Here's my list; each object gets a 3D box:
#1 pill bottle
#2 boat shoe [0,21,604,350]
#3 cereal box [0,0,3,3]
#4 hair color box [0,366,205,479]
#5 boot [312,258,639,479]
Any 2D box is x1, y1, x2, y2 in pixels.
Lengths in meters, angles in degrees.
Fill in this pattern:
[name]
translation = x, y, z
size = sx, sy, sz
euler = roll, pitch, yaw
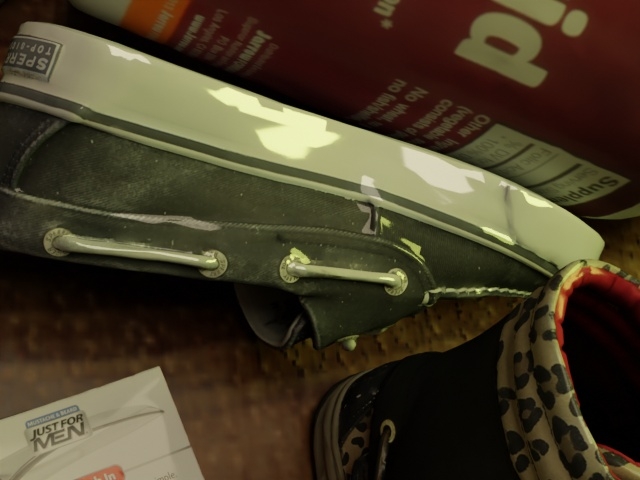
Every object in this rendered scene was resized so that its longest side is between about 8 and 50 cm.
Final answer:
[pill bottle]
translation = 0.099, -0.141, 0.480
size = 0.392, 0.224, 0.224
euler = 20, 59, -17
[boat shoe]
translation = 0.000, 0.000, 0.444
size = 0.301, 0.108, 0.102
euler = 15, 92, -34
[cereal box]
translation = -0.249, -0.096, 0.389
size = 0.173, 0.047, 0.240
euler = 35, 55, -8
[hair color box]
translation = -0.075, 0.141, 0.359
size = 0.093, 0.053, 0.167
euler = -16, 76, -31
[boot]
translation = 0.081, 0.137, 0.362
size = 0.085, 0.178, 0.236
euler = -6, 69, -29
